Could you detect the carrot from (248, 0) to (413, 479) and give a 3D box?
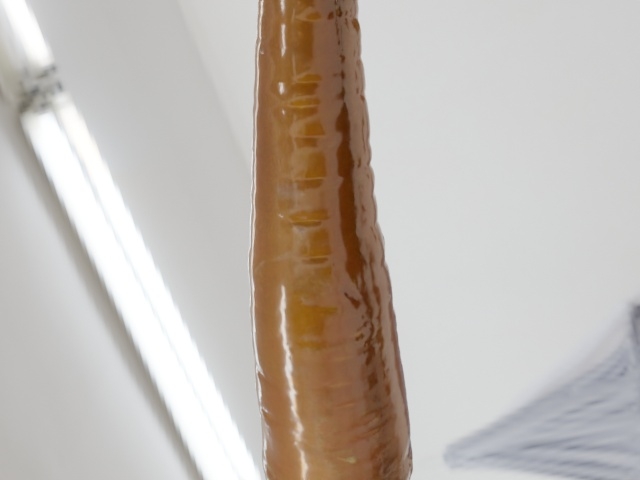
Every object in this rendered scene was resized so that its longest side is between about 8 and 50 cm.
[{"bbox_3d":[0.000,0.000,0.514,0.066,0.062,0.271,-21,-63,-35],"label":"carrot"}]
